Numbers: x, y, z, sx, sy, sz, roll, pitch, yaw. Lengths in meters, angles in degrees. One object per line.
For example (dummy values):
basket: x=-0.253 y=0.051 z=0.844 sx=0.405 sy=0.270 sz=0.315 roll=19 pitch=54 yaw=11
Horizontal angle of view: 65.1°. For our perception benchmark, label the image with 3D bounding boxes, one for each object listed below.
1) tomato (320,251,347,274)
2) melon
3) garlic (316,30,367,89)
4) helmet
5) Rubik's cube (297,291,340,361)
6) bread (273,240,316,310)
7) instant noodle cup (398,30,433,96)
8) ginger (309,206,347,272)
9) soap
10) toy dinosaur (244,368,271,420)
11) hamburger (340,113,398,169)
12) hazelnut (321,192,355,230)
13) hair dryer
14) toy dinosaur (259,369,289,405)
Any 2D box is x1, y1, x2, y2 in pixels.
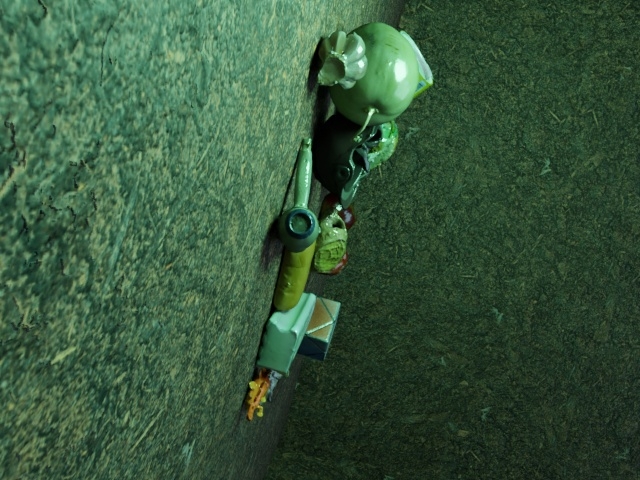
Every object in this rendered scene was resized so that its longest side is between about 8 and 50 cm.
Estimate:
tomato: x=0.029 y=0.087 z=2.285 sx=0.151 sy=0.187 sz=0.187 roll=-48 pitch=-165 yaw=45
melon: x=0.144 y=-0.464 z=1.404 sx=0.271 sy=0.272 sz=0.307 roll=100 pitch=-23 yaw=-50
garlic: x=0.049 y=-0.457 z=1.246 sx=0.194 sy=0.127 sz=0.131 roll=-97 pitch=-169 yaw=-50
helmet: x=0.063 y=-0.265 z=1.569 sx=0.305 sy=0.177 sz=0.225 roll=-65 pitch=170 yaw=12
Rubik's cube: x=-0.044 y=0.370 z=2.172 sx=0.204 sy=0.206 sz=0.207 roll=100 pitch=8 yaw=-52
bread: x=-0.080 y=0.084 z=1.629 sx=0.142 sy=0.091 sz=0.304 roll=-74 pitch=178 yaw=-64
instant noodle cup: x=0.243 y=-0.568 z=1.707 sx=0.200 sy=0.264 sz=0.264 roll=-28 pitch=-159 yaw=30
ginger: x=0.000 y=0.000 z=1.739 sx=0.221 sy=0.130 sz=0.275 roll=-116 pitch=-143 yaw=-48
soap: x=-0.110 y=0.303 z=1.779 sx=0.347 sy=0.115 sz=0.208 roll=-59 pitch=168 yaw=-67
toy dinosaur: x=-0.204 y=0.491 z=1.701 sx=0.288 sy=0.071 sz=0.117 roll=-73 pitch=176 yaw=-63
hamburger: x=0.185 y=-0.409 z=1.862 sx=0.192 sy=0.168 sz=0.287 roll=-29 pitch=-138 yaw=35
hazelnut: x=0.070 y=-0.123 z=2.243 sx=0.201 sy=0.161 sz=0.170 roll=53 pitch=27 yaw=-35
hair dryer: x=-0.059 y=-0.085 z=1.402 sx=0.295 sy=0.119 sz=0.297 roll=109 pitch=-12 yaw=-62
toy dinosaur: x=-0.184 y=0.519 z=1.961 sx=0.251 sy=0.072 sz=0.200 roll=-63 pitch=163 yaw=-4
